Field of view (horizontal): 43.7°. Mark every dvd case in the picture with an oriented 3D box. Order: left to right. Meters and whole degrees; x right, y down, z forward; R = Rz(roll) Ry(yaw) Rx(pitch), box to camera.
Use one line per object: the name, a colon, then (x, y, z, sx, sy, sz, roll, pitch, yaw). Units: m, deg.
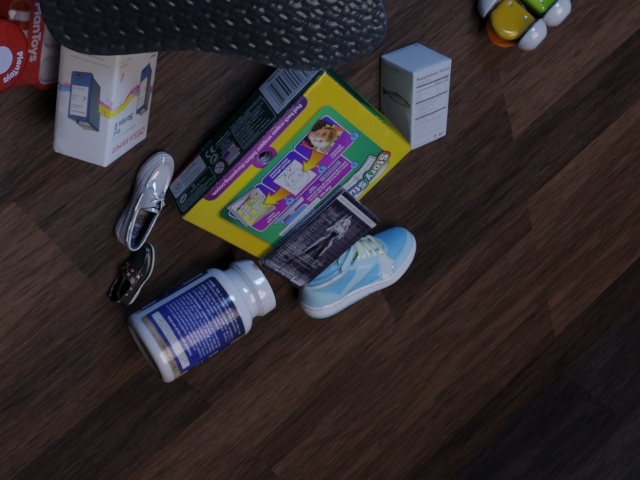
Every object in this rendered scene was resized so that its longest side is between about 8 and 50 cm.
dvd case: (0.000, 0.000, 1.594, 0.221, 0.018, 0.164, -41, 145, 10)

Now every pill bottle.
pill bottle: (-0.230, 0.148, 1.570, 0.264, 0.153, 0.153, -31, 136, -20)

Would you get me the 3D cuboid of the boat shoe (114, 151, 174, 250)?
boat shoe: (-0.305, -0.066, 1.410, 0.066, 0.063, 0.184, 24, 102, -48)

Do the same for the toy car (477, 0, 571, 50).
toy car: (0.429, -0.490, 1.712, 0.182, 0.159, 0.136, -45, 174, -6)

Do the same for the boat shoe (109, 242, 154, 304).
boat shoe: (-0.348, 0.063, 1.479, 0.042, 0.049, 0.133, 7, 119, -53)

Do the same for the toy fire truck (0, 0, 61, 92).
toy fire truck: (-0.415, -0.339, 1.058, 0.254, 0.169, 0.302, -31, 142, -57)

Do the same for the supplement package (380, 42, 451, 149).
supplement package: (0.194, -0.298, 1.653, 0.105, 0.105, 0.179, -25, 133, -26)

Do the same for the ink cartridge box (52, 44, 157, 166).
ink cartridge box: (-0.317, -0.238, 1.197, 0.154, 0.093, 0.212, -61, 169, -63)

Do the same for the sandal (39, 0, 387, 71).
sandal: (-0.132, -0.325, 1.045, 0.445, 0.107, 0.167, 2, 133, -8)

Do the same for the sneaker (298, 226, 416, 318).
sneaker: (0.079, 0.023, 1.777, 0.319, 0.127, 0.208, -34, 138, -20)

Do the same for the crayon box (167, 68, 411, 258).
crayon box: (-0.051, -0.139, 1.505, 0.363, 0.106, 0.313, -44, 142, 13)
